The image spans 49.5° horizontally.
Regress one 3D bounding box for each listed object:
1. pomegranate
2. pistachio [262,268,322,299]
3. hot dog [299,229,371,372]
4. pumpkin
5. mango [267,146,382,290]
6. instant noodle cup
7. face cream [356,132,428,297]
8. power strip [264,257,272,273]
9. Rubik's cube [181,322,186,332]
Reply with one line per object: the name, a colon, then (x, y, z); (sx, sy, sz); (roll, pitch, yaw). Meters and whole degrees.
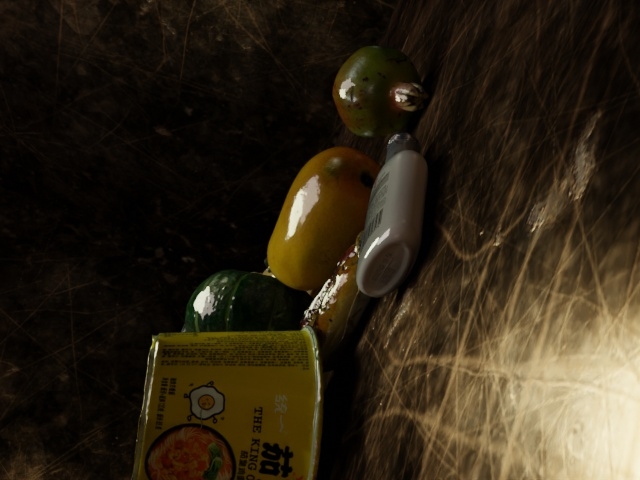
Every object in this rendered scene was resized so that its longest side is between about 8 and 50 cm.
pomegranate: (0.126, -0.281, 1.335); (0.210, 0.180, 0.180); (28, 100, 48)
pistachio: (-0.055, 0.101, 1.715); (0.260, 0.163, 0.212); (-45, 42, 46)
hot dog: (0.030, 0.108, 1.167); (0.162, 0.082, 0.270); (-81, 14, -59)
pumpkin: (-0.135, 0.171, 1.460); (0.300, 0.300, 0.207); (123, 161, -67)
mango: (0.003, -0.031, 1.306); (0.317, 0.173, 0.211); (-54, 34, 30)
instant noodle cup: (-0.152, 0.280, 1.086); (0.325, 0.254, 0.325); (-172, 90, -78)
face cream: (0.109, -0.055, 1.010); (0.291, 0.071, 0.144); (-77, 10, -49)
power strip: (-0.011, -0.006, 1.492); (0.257, 0.070, 0.105); (-38, -2, -12)
Rubik's cube: (-0.282, 0.405, 1.954); (0.316, 0.318, 0.313); (-79, 12, -57)
